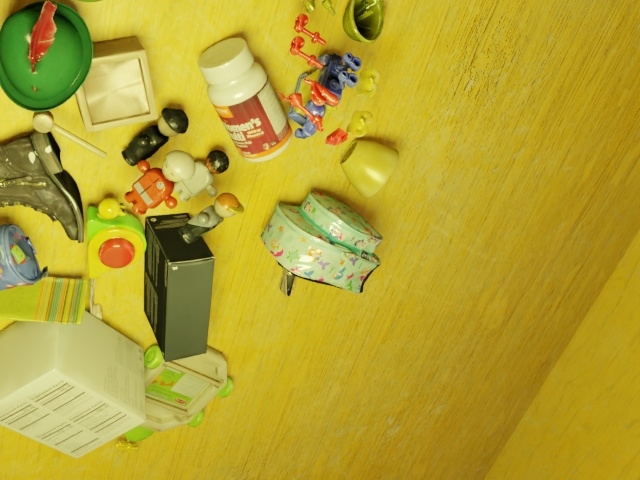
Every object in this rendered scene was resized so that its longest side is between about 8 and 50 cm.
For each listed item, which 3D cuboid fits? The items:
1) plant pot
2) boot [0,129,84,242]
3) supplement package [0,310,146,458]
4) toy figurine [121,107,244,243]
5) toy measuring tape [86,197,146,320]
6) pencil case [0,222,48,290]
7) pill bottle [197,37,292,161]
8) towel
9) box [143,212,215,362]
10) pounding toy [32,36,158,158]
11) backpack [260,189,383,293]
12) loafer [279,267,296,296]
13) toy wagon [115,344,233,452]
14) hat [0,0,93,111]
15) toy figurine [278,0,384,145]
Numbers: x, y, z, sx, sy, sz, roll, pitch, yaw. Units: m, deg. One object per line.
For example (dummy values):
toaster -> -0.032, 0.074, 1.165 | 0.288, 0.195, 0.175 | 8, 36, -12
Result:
plant pot -> 0.103, -0.180, 1.428 | 0.095, 0.134, 0.134 | 33, 103, -16
boot -> -0.573, -0.081, 1.130 | 0.229, 0.091, 0.263 | -18, 126, -11
supplement package -> -0.536, 0.294, 1.312 | 0.198, 0.199, 0.263 | -30, 134, 10
toy figurine -> -0.259, -0.124, 1.183 | 0.148, 0.213, 0.209 | -36, 134, 17
toy measuring tape -> -0.425, 0.046, 1.286 | 0.121, 0.121, 0.330 | -7, 134, -26
pencil case -> -0.660, 0.062, 1.108 | 0.306, 0.133, 0.119 | -17, 105, 0
pill bottle -> -0.146, -0.271, 1.205 | 0.121, 0.121, 0.221 | -32, 133, -6
towel -> -0.586, 0.110, 1.210 | 0.237, 0.102, 0.021 | 7, 144, -20
box -> -0.311, 0.100, 1.335 | 0.103, 0.184, 0.261 | -6, 126, -26
pounding toy -> -0.404, -0.244, 1.091 | 0.206, 0.094, 0.181 | -16, 128, -19
backpack -> 0.000, 0.000, 1.417 | 0.253, 0.225, 0.191 | 11, 115, -38
loafer -> -0.075, 0.086, 1.560 | 0.045, 0.039, 0.125 | -5, 125, -27
toy wagon -> -0.400, 0.403, 1.583 | 0.344, 0.068, 0.267 | -46, 132, 7
hat -> -0.457, -0.303, 0.913 | 0.208, 0.173, 0.183 | -42, 174, 10
toy figurine -> -0.015, -0.335, 1.237 | 0.191, 0.217, 0.363 | 22, 66, -25
